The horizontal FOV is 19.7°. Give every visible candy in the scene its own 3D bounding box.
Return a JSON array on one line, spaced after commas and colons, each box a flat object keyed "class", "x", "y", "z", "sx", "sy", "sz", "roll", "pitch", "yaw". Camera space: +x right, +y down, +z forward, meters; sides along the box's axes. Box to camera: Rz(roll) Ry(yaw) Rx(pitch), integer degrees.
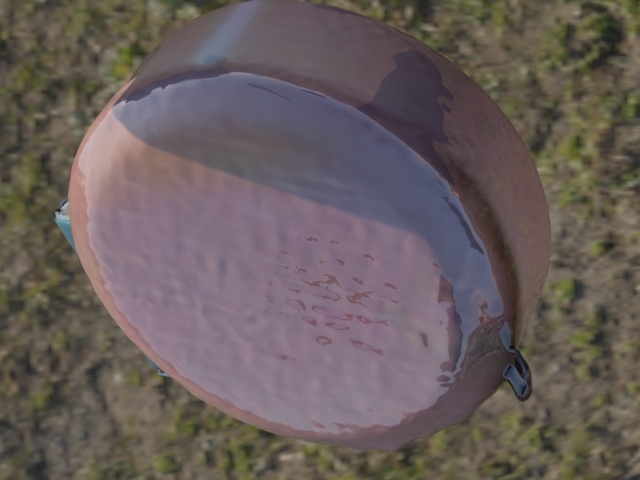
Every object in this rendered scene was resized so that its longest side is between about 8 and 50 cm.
[{"class": "candy", "x": 0.000, "y": 0.000, "z": 0.933, "sx": 0.255, "sy": 0.094, "sz": 0.255, "roll": 14, "pitch": 133, "yaw": 16}]

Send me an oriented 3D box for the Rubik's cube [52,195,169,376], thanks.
[{"class": "Rubik's cube", "x": -0.093, "y": 0.000, "z": 1.884, "sx": 0.231, "sy": 0.221, "sz": 0.224, "roll": 9, "pitch": 136, "yaw": 53}]
